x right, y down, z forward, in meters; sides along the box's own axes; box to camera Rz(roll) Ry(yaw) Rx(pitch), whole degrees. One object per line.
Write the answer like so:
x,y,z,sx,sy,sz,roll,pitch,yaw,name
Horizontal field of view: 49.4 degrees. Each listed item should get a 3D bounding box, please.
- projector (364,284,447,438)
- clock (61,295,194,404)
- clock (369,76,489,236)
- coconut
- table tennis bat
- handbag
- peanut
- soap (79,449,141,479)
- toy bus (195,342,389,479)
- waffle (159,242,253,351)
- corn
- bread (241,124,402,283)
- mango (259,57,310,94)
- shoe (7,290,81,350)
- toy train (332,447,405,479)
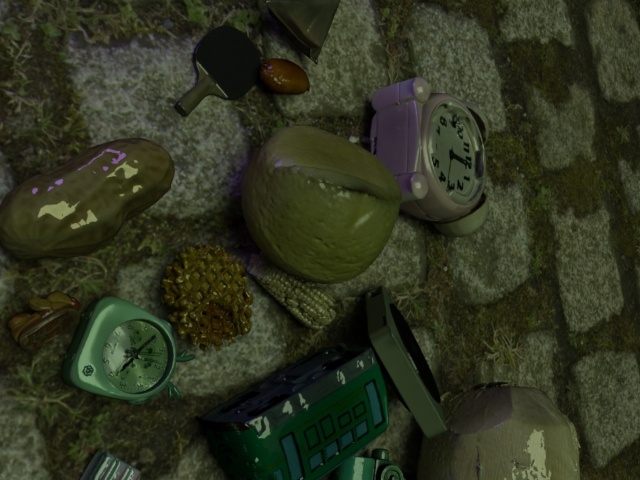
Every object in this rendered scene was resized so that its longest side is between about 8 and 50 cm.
0.169,0.251,1.466,0.259,0.079,0.257,60,10,-13,projector
-0.318,0.201,1.184,0.211,0.066,0.159,32,64,-30,clock
0.273,-0.192,1.645,0.326,0.184,0.342,13,79,-40,clock
0.384,0.503,1.498,0.346,0.346,0.360,22,61,-33,coconut
-0.207,-0.333,1.394,0.138,0.022,0.246,48,56,-21,table tennis bat
-0.029,-0.541,1.509,0.182,0.117,0.270,38,60,-42,handbag
-0.372,-0.070,1.138,0.313,0.152,0.152,-39,106,-38,peanut
-0.353,0.429,1.122,0.100,0.056,0.149,39,60,-24,soap
-0.037,0.342,1.303,0.344,0.184,0.199,-23,97,-37,toy bus
-0.198,0.100,1.264,0.193,0.070,0.197,-20,88,-56,waffle
-0.052,0.099,1.395,0.211,0.087,0.087,44,59,-25,corn
-0.001,-0.070,1.361,0.321,0.237,0.320,29,27,-17,bread
-0.076,-0.342,1.470,0.127,0.063,0.077,5,74,-42,mango
-0.439,0.121,1.102,0.109,0.069,0.072,-49,149,-21,shoe
0.081,0.548,1.417,0.159,0.101,0.248,13,72,-22,toy train
